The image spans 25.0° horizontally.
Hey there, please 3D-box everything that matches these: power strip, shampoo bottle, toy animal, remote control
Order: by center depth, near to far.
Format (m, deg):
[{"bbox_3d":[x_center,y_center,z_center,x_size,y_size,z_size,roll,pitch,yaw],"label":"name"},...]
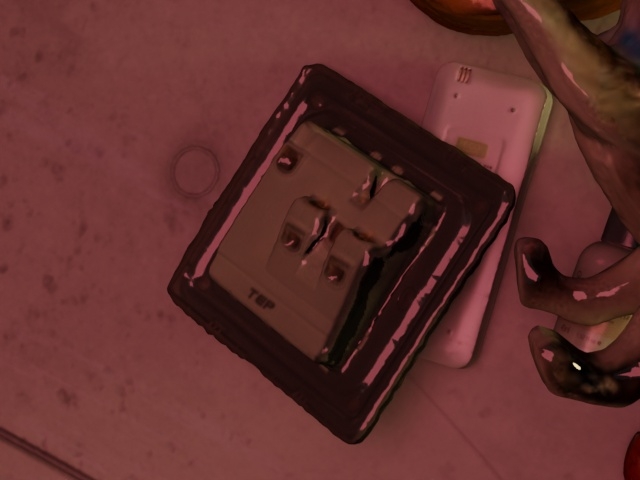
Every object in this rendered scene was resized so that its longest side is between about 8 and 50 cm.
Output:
[{"bbox_3d":[0.280,-0.077,1.026,0.302,0.194,0.344,-5,99,3],"label":"toy animal"},{"bbox_3d":[0.243,0.021,1.157,0.074,0.074,0.192,20,94,18],"label":"shampoo bottle"},{"bbox_3d":[-0.002,0.001,1.210,0.257,0.092,0.251,35,103,33],"label":"power strip"},{"bbox_3d":[0.116,-0.021,1.223,0.103,0.034,0.250,16,93,19],"label":"remote control"}]

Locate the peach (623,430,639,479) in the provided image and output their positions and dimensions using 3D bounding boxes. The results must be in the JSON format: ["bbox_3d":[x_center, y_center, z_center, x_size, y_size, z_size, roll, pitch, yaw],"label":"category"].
[{"bbox_3d":[0.280,0.188,1.151,0.077,0.050,0.083,-18,78,15],"label":"peach"}]

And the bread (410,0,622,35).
[{"bbox_3d":[0.178,-0.267,1.159,0.269,0.142,0.195,-17,94,13],"label":"bread"}]
